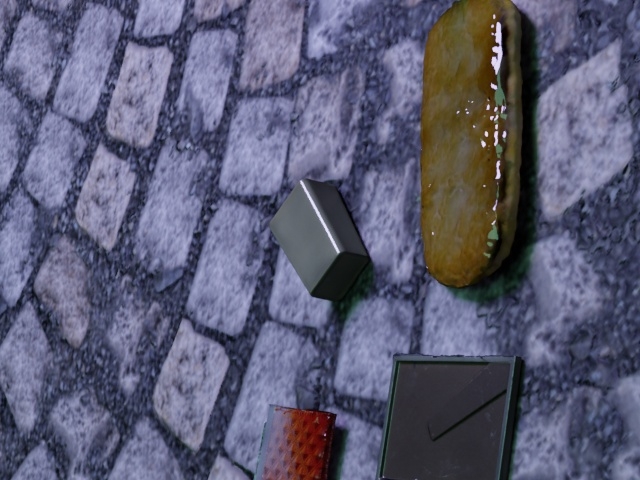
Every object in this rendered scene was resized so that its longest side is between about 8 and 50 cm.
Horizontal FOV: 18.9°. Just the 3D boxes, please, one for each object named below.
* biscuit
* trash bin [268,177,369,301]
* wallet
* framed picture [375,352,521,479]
[{"bbox_3d":[0.120,-0.082,1.533,0.118,0.029,0.247,-23,60,56],"label":"biscuit"},{"bbox_3d":[0.000,0.000,1.654,0.061,0.043,0.092,-54,42,26],"label":"trash bin"},{"bbox_3d":[-0.031,0.239,1.630,0.103,0.020,0.196,2,80,54],"label":"wallet"},{"bbox_3d":[0.098,0.143,1.498,0.149,0.011,0.109,-3,76,53],"label":"framed picture"}]
